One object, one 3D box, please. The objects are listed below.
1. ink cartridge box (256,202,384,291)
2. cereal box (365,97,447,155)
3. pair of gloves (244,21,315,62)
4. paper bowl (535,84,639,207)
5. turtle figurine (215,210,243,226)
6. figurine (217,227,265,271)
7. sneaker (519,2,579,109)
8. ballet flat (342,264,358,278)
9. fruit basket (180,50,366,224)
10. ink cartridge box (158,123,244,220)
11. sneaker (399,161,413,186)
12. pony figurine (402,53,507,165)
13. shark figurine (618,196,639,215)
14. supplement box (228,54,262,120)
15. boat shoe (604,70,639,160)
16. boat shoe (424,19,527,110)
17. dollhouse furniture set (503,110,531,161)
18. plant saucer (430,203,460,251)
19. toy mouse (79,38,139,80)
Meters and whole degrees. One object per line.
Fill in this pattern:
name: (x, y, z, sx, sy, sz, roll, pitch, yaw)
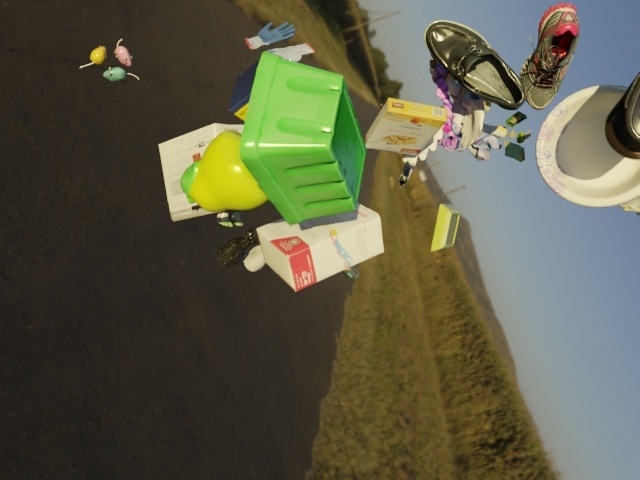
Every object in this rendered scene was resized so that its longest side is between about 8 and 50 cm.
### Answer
ink cartridge box: (0.000, 0.000, 1.624, 0.226, 0.306, 0.131, 37, -38, 54)
cereal box: (0.241, -0.324, 1.604, 0.240, 0.173, 0.047, 124, -28, -72)
pair of gloves: (-0.119, -0.555, 1.572, 0.198, 0.159, 0.023, 53, -20, 28)
paper bowl: (0.680, -0.220, 1.332, 0.148, 0.284, 0.284, -3, 71, -59)
turtle figurine: (-0.285, -0.178, 2.125, 0.198, 0.275, 0.266, -127, -127, -72)
figurine: (-0.246, 0.028, 2.107, 0.215, 0.209, 0.092, 18, 47, -49)
sneaker: (0.622, -0.484, 1.509, 0.299, 0.121, 0.112, 83, 12, -49)
ballet flat: (0.070, 0.034, 1.826, 0.074, 0.074, 0.203, 53, 14, -57)
fruit basket: (-0.111, -0.189, 1.198, 0.392, 0.392, 0.282, 50, 48, -61)
ink cartridge box: (-0.378, -0.217, 1.824, 0.130, 0.310, 0.271, -10, 93, -49)
sneaker: (0.313, -0.240, 2.022, 0.069, 0.038, 0.098, -61, 168, -56)
pony figurine: (0.447, -0.395, 1.769, 0.364, 0.303, 0.350, 21, 74, -39)
shark figurine: (1.064, -0.123, 1.727, 0.278, 0.166, 0.116, 8, 93, -36)
supplement box: (-0.159, -0.545, 2.237, 0.357, 0.194, 0.195, 29, 56, -33)
boat shoe: (0.717, -0.355, 0.973, 0.187, 0.500, 0.156, 41, 20, 12)
boat shoe: (0.422, -0.472, 1.497, 0.340, 0.127, 0.113, 43, 25, -7)
dollhouse furniture set: (0.627, -0.328, 1.747, 0.076, 0.058, 0.151, 19, 60, -23)
plant saucer: (0.496, -0.047, 2.157, 0.188, 0.045, 0.188, -4, 105, -62)
toy mouse: (-0.593, -0.521, 1.615, 0.143, 0.031, 0.161, 34, 61, -18)
